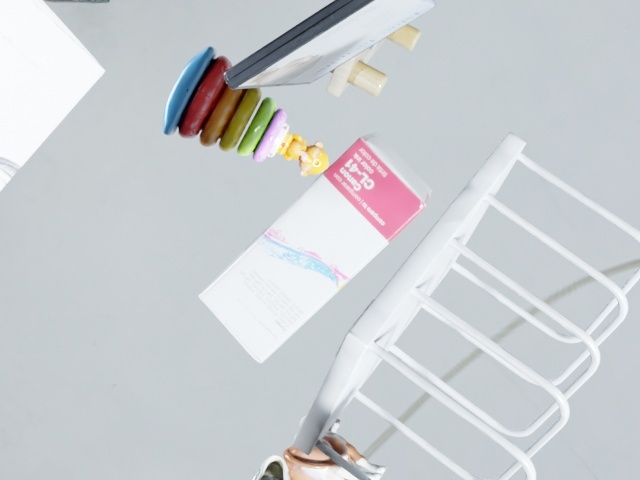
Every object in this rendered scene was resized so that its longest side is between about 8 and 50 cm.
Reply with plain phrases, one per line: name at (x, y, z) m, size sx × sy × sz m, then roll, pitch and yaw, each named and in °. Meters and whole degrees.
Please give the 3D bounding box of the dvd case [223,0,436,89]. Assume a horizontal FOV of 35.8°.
dvd case at (0.019, -0.213, 1.038) m, size 0.180 × 0.253 × 0.022 m, roll -29°, pitch 91°, yaw 20°

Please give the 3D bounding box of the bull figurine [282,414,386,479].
bull figurine at (0.019, 0.399, 1.795) m, size 0.188 × 0.310 × 0.101 m, roll 28°, pitch 96°, yaw 10°

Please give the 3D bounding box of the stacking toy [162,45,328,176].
stacking toy at (-0.118, -0.204, 1.760) m, size 0.301 × 0.166 × 0.175 m, roll 28°, pitch 94°, yaw -7°

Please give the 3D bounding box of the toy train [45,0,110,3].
toy train at (-0.406, -0.373, 1.250) m, size 0.333 × 0.190 × 0.142 m, roll -3°, pitch 81°, yaw -10°

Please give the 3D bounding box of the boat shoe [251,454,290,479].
boat shoe at (-0.087, 0.448, 1.544) m, size 0.098 × 0.277 × 0.096 m, roll 7°, pitch 122°, yaw -7°

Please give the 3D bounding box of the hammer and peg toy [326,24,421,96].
hammer and peg toy at (0.119, -0.386, 1.515) m, size 0.127 × 0.361 × 0.266 m, roll 29°, pitch 128°, yaw 4°

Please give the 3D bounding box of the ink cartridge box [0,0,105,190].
ink cartridge box at (-0.336, -0.092, 0.804) m, size 0.283 × 0.207 × 0.117 m, roll -50°, pitch 130°, yaw -7°

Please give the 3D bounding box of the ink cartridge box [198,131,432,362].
ink cartridge box at (0.000, 0.000, 1.359) m, size 0.306 × 0.226 × 0.131 m, roll -42°, pitch 92°, yaw 11°

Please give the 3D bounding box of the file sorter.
file sorter at (0.138, 0.087, 0.854) m, size 0.173 × 0.193 × 0.278 m, roll 35°, pitch 53°, yaw 9°
